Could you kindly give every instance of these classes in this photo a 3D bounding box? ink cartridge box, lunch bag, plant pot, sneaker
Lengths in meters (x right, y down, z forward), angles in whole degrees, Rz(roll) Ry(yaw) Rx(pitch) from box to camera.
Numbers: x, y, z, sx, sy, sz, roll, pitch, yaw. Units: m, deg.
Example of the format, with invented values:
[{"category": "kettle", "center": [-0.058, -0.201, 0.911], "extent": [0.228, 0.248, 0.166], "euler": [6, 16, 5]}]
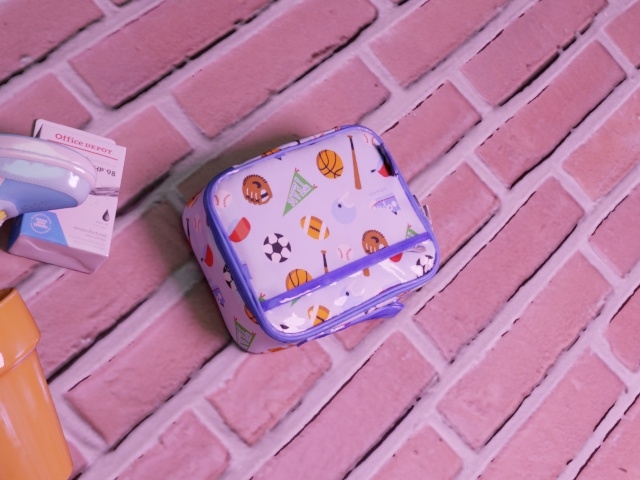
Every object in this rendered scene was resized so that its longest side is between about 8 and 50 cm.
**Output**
[{"category": "ink cartridge box", "center": [-0.287, -0.064, 1.435], "extent": [0.104, 0.060, 0.180], "euler": [15, 62, -21]}, {"category": "lunch bag", "center": [0.000, 0.000, 1.532], "extent": [0.303, 0.115, 0.243], "euler": [-22, 81, -33]}, {"category": "plant pot", "center": [-0.343, 0.177, 1.227], "extent": [0.205, 0.205, 0.188], "euler": [-36, 102, -35]}, {"category": "sneaker", "center": [-0.393, 0.002, 1.290], "extent": [0.318, 0.127, 0.208], "euler": [-1, 70, -3]}]
